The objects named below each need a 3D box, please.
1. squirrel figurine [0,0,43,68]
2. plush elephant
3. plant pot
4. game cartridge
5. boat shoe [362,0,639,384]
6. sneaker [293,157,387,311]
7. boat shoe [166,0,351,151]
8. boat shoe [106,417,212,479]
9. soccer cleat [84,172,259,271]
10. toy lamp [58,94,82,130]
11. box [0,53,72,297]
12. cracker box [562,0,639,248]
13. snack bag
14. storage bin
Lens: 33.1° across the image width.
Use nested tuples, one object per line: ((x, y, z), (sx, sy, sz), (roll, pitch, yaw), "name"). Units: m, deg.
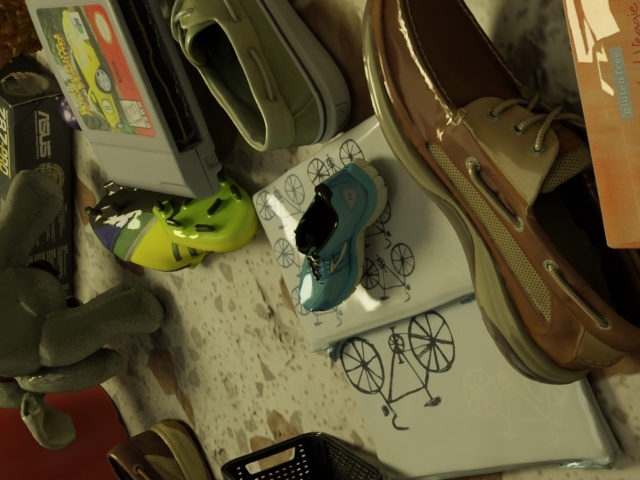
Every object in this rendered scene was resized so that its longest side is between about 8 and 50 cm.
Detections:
((-0.450, -0.351, 1.173), (0.281, 0.370, 0.396), (8, 113, 51), "squirrel figurine")
((-0.392, 0.129, 1.429), (0.272, 0.330, 0.255), (41, 162, 5), "plush elephant")
((-0.427, 0.331, 1.586), (0.275, 0.243, 0.274), (28, 128, 44), "plant pot")
((-0.212, -0.182, 1.098), (0.196, 0.060, 0.294), (15, 131, 54), "game cartridge")
((0.144, -0.056, 0.769), (0.116, 0.123, 0.324), (-25, 95, 51), "boat shoe")
((0.000, 0.000, 0.948), (0.063, 0.073, 0.162), (43, 136, 32), "sneaker")
((-0.088, -0.204, 1.008), (0.302, 0.094, 0.109), (50, 140, 25), "boat shoe")
((-0.172, 0.405, 1.390), (0.123, 0.123, 0.342), (-36, 77, 53), "boat shoe")
((-0.153, -0.013, 1.216), (0.289, 0.093, 0.121), (3, 139, 47), "soccer cleat")
((-0.235, -0.234, 1.204), (0.080, 0.080, 0.274), (55, 145, 20), "toy lamp")
((-0.480, -0.101, 1.571), (0.318, 0.097, 0.394), (39, 135, 37), "box")
((0.222, -0.101, 0.533), (0.067, 0.232, 0.155), (1, 107, 53), "cracker box")
((0.081, 0.064, 0.967), (0.323, 0.037, 0.342), (-26, 86, 54), "snack bag")
((-0.015, 0.270, 1.090), (0.180, 0.122, 0.084), (11, 116, 67), "storage bin")
